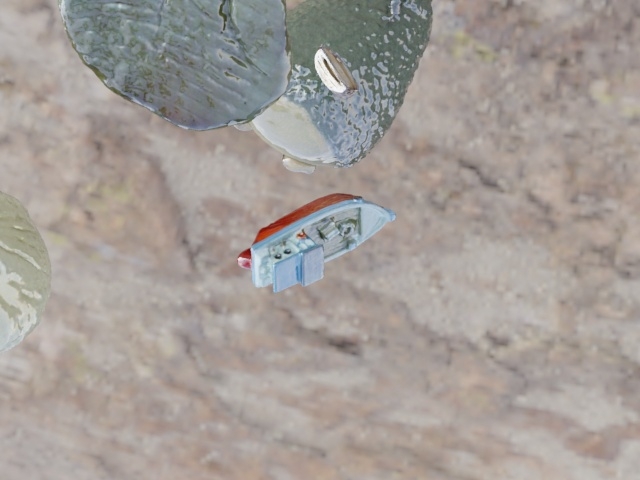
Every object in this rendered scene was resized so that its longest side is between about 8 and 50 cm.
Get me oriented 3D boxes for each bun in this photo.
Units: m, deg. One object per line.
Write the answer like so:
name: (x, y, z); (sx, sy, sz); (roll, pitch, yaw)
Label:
bun: (-0.415, 0.036, 1.658); (0.220, 0.220, 0.134); (10, 164, 6)

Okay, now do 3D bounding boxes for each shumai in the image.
shumai: (-0.137, -0.255, 1.463); (0.222, 0.204, 0.272); (-11, 129, 6)

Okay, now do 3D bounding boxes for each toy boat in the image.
toy boat: (0.000, 0.000, 1.524); (0.059, 0.173, 0.069); (43, 147, 37)

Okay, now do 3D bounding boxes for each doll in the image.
doll: (0.031, -0.269, 2.203); (0.247, 0.349, 0.247); (34, 168, 8)

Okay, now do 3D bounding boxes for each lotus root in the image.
lotus root: (0.019, -0.223, 1.986); (0.037, 0.083, 0.030); (1, 143, -51)
